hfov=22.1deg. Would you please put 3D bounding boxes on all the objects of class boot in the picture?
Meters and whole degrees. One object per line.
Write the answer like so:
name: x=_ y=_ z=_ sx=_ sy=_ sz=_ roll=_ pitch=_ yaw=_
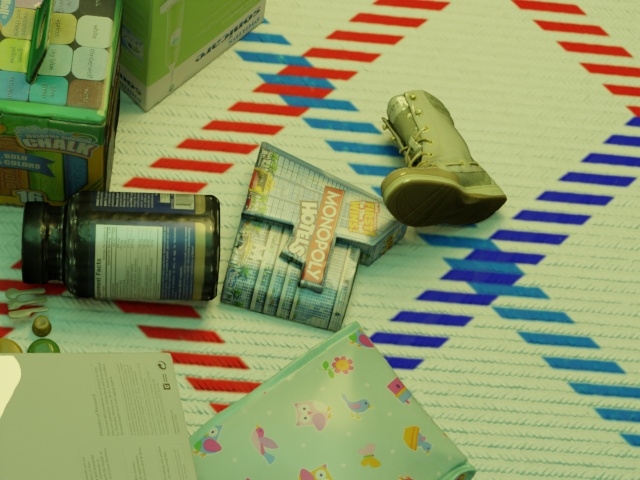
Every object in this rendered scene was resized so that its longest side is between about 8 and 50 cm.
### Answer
boot: x=0.116 y=-0.101 z=1.933 sx=0.213 sy=0.077 sz=0.165 roll=3 pitch=52 yaw=-51

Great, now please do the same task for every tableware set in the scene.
tableware set: x=-0.373 y=0.111 z=1.842 sx=0.154 sy=0.024 sz=0.104 roll=-9 pitch=69 yaw=-12

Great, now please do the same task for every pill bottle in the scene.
pill bottle: x=-0.224 y=0.005 z=1.855 sx=0.219 sy=0.123 sz=0.123 roll=2 pitch=64 yaw=-6

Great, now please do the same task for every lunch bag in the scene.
lunch bag: x=-0.008 y=0.253 z=1.742 sx=0.262 sy=0.160 sz=0.223 roll=-32 pitch=73 yaw=-26

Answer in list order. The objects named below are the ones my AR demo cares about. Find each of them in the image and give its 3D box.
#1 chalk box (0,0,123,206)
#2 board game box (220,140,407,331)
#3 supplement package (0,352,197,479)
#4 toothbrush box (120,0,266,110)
chalk box: x=-0.318 y=-0.176 z=1.839 sx=0.179 sy=0.289 sz=0.180 roll=6 pitch=63 yaw=-4
board game box: x=0.000 y=0.000 z=1.920 sx=0.194 sy=0.060 sz=0.194 roll=13 pitch=63 yaw=0
supplement package: x=-0.287 y=0.240 z=1.642 sx=0.262 sy=0.198 sz=0.199 roll=3 pitch=61 yaw=-33
toothbrush box: x=-0.166 y=-0.315 z=1.930 sx=0.122 sy=0.283 sz=0.206 roll=42 pitch=67 yaw=15
